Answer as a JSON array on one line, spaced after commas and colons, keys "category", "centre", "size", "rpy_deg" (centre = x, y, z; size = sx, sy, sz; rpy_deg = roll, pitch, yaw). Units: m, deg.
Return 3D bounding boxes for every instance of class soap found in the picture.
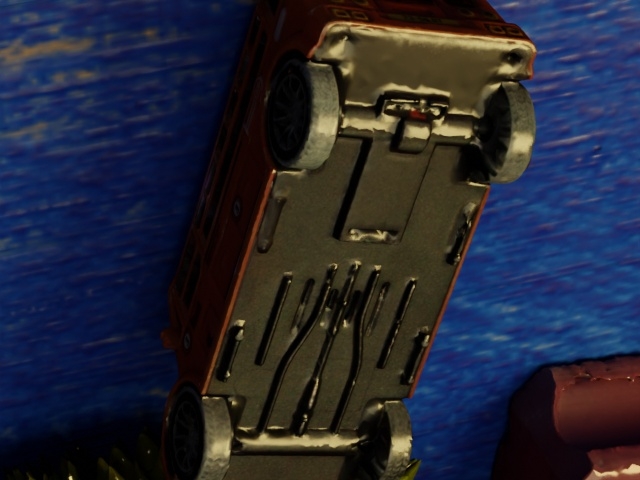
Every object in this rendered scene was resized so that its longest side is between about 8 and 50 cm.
[{"category": "soap", "centre": [0.223, 0.140, 1.079], "size": [0.250, 0.099, 0.162], "rpy_deg": [-7, 122, -17]}]

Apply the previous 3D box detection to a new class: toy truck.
[{"category": "toy truck", "centre": [0.000, 0.000, 0.859], "size": [0.107, 0.114, 0.252], "rpy_deg": [3, 124, -26]}]

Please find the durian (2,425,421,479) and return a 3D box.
[{"category": "durian", "centre": [-0.033, 0.186, 0.976], "size": [0.352, 0.158, 0.169], "rpy_deg": [13, 133, -35]}]
